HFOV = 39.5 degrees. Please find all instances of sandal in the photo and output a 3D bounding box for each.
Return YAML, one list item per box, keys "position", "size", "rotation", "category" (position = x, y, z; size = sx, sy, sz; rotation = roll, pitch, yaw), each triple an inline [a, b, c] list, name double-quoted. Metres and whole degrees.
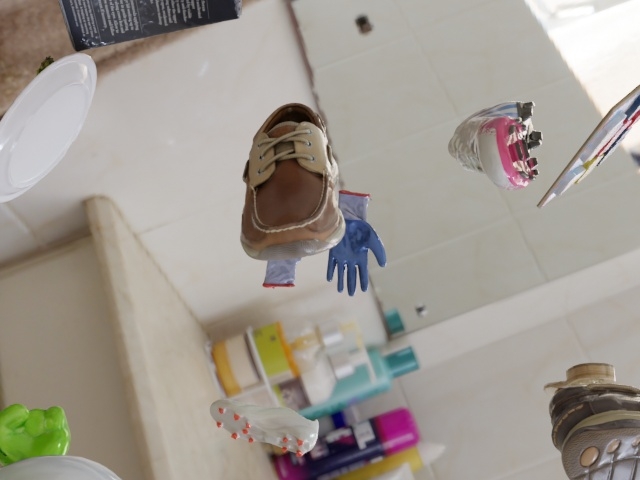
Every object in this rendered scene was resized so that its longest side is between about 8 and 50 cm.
- position: [0.393, 0.250, 1.356]
  size: [0.240, 0.088, 0.079]
  rotation: [81, 11, -69]
  category: "sandal"

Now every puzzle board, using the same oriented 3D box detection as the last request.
- position: [0.219, -0.080, 0.672]
  size: [0.011, 0.096, 0.128]
  rotation: [45, -29, 14]
  category: "puzzle board"

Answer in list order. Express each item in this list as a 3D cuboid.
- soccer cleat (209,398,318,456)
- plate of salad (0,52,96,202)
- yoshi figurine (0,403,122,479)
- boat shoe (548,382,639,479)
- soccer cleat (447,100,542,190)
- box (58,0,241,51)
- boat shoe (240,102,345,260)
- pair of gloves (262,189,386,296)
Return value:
- position: [-0.099, 0.320, 1.574]
  size: [0.076, 0.196, 0.068]
  rotation: [-60, 164, -54]
  category: "soccer cleat"
- position: [-0.325, -0.131, 1.013]
  size: [0.048, 0.199, 0.200]
  rotation: [33, -4, 5]
  category: "plate of salad"
- position: [-0.214, 0.155, 0.607]
  size: [0.203, 0.362, 0.203]
  rotation: [-63, 159, -57]
  category: "yoshi figurine"
- position: [0.419, 0.223, 1.011]
  size: [0.130, 0.356, 0.132]
  rotation: [-108, -142, -56]
  category: "boat shoe"
- position: [0.263, -0.139, 1.392]
  size: [0.331, 0.143, 0.116]
  rotation: [-43, 117, -66]
  category: "soccer cleat"
- position: [-0.213, -0.328, 1.053]
  size: [0.108, 0.207, 0.153]
  rotation: [89, -19, -52]
  category: "box"
- position: [-0.040, -0.076, 1.024]
  size: [0.324, 0.123, 0.116]
  rotation: [-97, 176, -66]
  category: "boat shoe"
- position: [0.000, 0.000, 1.308]
  size: [0.023, 0.198, 0.159]
  rotation: [-85, 179, -82]
  category: "pair of gloves"
